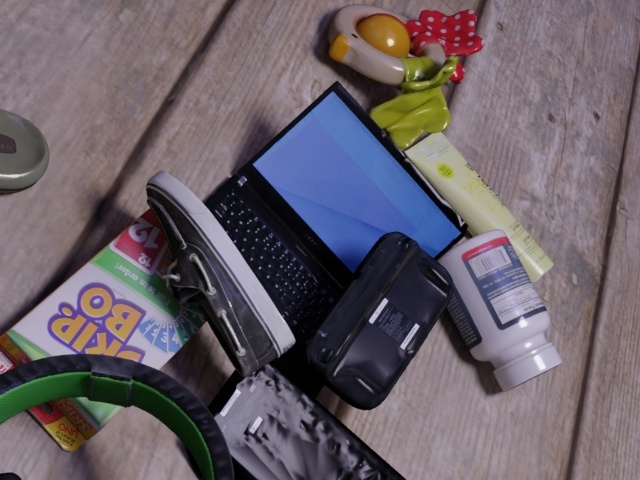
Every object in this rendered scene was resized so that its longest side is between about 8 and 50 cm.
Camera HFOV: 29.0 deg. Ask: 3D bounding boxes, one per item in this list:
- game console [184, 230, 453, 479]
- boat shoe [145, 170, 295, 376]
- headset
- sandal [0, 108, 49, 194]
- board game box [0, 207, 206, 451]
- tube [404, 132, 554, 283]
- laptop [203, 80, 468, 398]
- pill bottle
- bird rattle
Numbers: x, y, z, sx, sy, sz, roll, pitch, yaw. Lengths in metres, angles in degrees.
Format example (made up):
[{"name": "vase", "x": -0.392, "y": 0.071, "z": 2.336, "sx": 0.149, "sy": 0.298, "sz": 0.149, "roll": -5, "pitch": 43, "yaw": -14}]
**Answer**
[{"name": "game console", "x": 0.033, "y": 0.149, "z": 1.280, "sx": 0.213, "sy": 0.044, "sz": 0.361, "roll": 43, "pitch": 60, "yaw": -11}, {"name": "boat shoe", "x": -0.114, "y": 0.031, "z": 1.200, "sx": 0.070, "sy": 0.078, "sz": 0.219, "roll": -34, "pitch": 79, "yaw": -17}, {"name": "headset", "x": -0.204, "y": 0.276, "z": 0.965, "sx": 0.243, "sy": 0.185, "sz": 0.394, "roll": 11, "pitch": 47, "yaw": -2}, {"name": "sandal", "x": -0.380, "y": -0.118, "z": 1.124, "sx": 0.303, "sy": 0.086, "sz": 0.120, "roll": 6, "pitch": 59, "yaw": -40}, {"name": "board game box", "x": -0.195, "y": 0.077, "z": 1.188, "sx": 0.124, "sy": 0.039, "sz": 0.259, "roll": 48, "pitch": 49, "yaw": -6}, {"name": "tube", "x": 0.209, "y": -0.041, "z": 1.631, "sx": 0.240, "sy": 0.062, "sz": 0.070, "roll": 51, "pitch": 1, "yaw": 5}, {"name": "laptop", "x": 0.000, "y": 0.000, "z": 1.351, "sx": 0.234, "sy": 0.136, "sz": 0.264, "roll": 47, "pitch": 42, "yaw": -6}, {"name": "pill bottle", "x": 0.217, "y": 0.087, "z": 1.509, "sx": 0.108, "sy": 0.108, "sz": 0.180, "roll": -14, "pitch": 74, "yaw": -46}, {"name": "bird rattle", "x": 0.113, "y": -0.259, "z": 1.647, "sx": 0.207, "sy": 0.143, "sz": 0.253, "roll": 25, "pitch": 43, "yaw": -6}]
